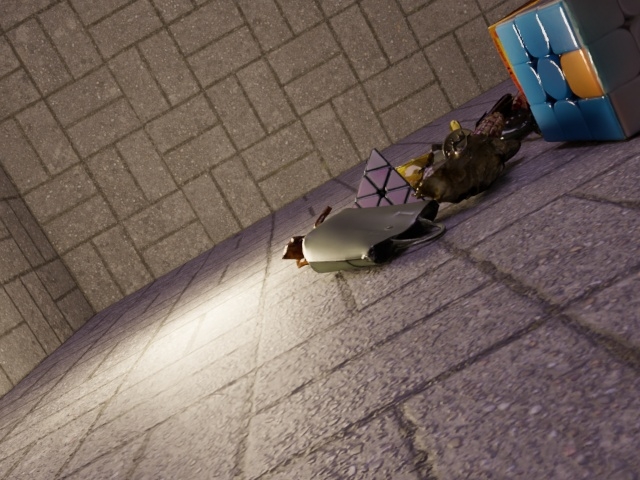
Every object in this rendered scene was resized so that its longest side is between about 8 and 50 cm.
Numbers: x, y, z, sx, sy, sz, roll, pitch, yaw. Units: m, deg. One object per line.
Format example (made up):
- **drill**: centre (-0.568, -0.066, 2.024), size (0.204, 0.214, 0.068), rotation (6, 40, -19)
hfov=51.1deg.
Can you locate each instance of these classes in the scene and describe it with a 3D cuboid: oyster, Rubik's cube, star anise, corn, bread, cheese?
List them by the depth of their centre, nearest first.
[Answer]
- **Rubik's cube**: centre (0.581, -0.388, 1.338), size (0.291, 0.290, 0.291), rotation (-30, 11, -6)
- **oyster**: centre (0.330, -0.173, 1.497), size (0.197, 0.133, 0.337), rotation (-23, 8, 40)
- **Rubik's cube**: centre (0.179, -0.079, 1.658), size (0.178, 0.211, 0.190), rotation (16, 58, 41)
- **corn**: centre (0.399, -0.237, 1.688), size (0.079, 0.079, 0.237), rotation (-18, 30, 55)
- **star anise**: centre (-0.002, 0.006, 1.689), size (0.196, 0.111, 0.212), rotation (-35, 14, 14)
- **bread**: centre (0.248, -0.166, 1.899), size (0.160, 0.088, 0.233), rotation (-31, 10, 29)
- **cheese**: centre (0.484, -0.378, 2.398), size (0.036, 0.086, 0.162), rotation (-22, -5, 5)

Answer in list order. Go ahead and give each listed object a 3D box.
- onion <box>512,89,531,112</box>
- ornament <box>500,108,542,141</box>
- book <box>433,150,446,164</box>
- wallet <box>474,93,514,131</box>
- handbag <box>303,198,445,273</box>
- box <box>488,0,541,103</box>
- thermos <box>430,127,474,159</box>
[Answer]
- **onion**: centre (0.710, -0.485, 2.094), size (0.280, 0.146, 0.314), rotation (-57, -2, 35)
- **ornament**: centre (0.564, -0.319, 1.764), size (0.202, 0.080, 0.236), rotation (-39, 10, -34)
- **book**: centre (0.467, -0.303, 2.165), size (0.282, 0.025, 0.215), rotation (-27, 10, 6)
- **wallet**: centre (0.495, -0.341, 1.936), size (0.133, 0.039, 0.243), rotation (-43, -14, 4)
- **handbag**: centre (0.122, -0.020, 1.407), size (0.241, 0.109, 0.315), rotation (-37, 15, -36)
- **box**: centre (0.636, -0.522, 1.718), size (0.213, 0.260, 0.283), rotation (-38, 11, -22)
- **thermos**: centre (0.387, -0.270, 1.930), size (0.137, 0.105, 0.193), rotation (-2, 9, 10)
